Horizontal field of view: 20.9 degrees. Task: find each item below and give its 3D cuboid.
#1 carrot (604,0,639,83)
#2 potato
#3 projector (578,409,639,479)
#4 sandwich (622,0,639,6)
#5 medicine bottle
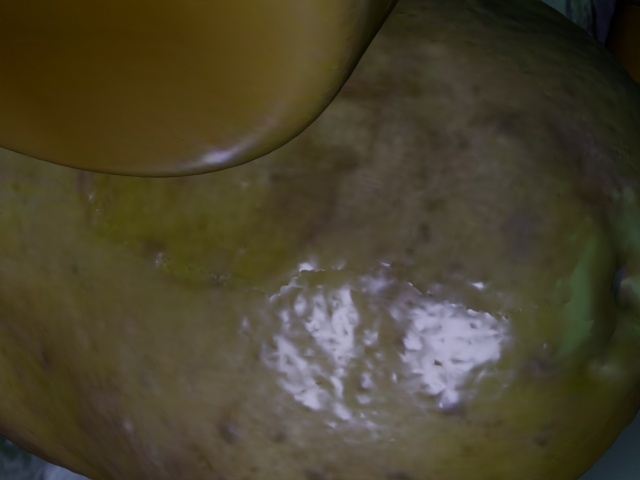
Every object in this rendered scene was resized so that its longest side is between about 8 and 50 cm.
[{"bbox_3d":[0.216,-0.062,1.103,0.114,0.114,0.302,25,81,-61],"label":"carrot"},{"bbox_3d":[0.000,0.000,0.593,0.229,0.266,0.229,-29,126,-49],"label":"potato"},{"bbox_3d":[0.164,0.165,1.074,0.337,0.108,0.108,-25,125,-45],"label":"projector"},{"bbox_3d":[0.191,-0.200,0.920,0.109,0.185,0.160,-54,149,-47],"label":"sandwich"},{"bbox_3d":[-0.049,-0.174,0.442,0.232,0.238,0.238,-59,147,-28],"label":"medicine bottle"}]
